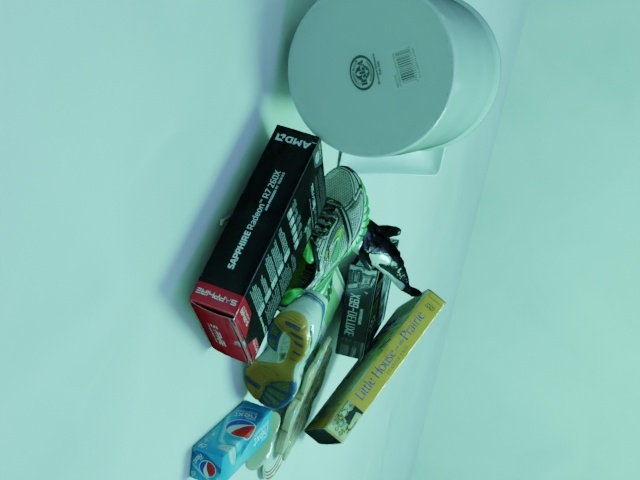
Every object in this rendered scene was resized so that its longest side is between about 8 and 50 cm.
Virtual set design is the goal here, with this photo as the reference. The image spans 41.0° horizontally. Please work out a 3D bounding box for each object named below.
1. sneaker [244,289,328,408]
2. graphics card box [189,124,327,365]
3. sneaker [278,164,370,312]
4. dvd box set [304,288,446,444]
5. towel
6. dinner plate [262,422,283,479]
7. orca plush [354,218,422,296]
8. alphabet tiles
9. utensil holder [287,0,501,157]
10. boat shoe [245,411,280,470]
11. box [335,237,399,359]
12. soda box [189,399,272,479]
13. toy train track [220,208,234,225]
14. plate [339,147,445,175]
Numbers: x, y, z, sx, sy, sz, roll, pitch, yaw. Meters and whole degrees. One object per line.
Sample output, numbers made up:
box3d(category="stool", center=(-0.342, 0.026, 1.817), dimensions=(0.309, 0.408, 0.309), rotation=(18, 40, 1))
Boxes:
box3d(category="sneaker", center=(-0.055, 0.219, 1.694), dimensions=(0.131, 0.112, 0.296), rotation=(-47, 169, -46))
box3d(category="graphics card box", center=(-0.098, 0.009, 1.521), dimensions=(0.232, 0.094, 0.370), rotation=(81, 31, -63))
box3d(category="sneaker", center=(0.000, 0.000, 1.756), dimensions=(0.146, 0.134, 0.343), rotation=(52, 56, -66))
box3d(category="dvd box set", center=(0.128, 0.319, 2.119), dimensions=(0.420, 0.062, 0.307), rotation=(-51, 179, -18))
box3d(category="towel", center=(-0.034, 0.186, 1.951), dimensions=(0.248, 0.038, 0.324), rotation=(68, 42, -59))
box3d(category="dinner plate", center=(-0.107, 0.491, 2.004), dimensions=(0.141, 0.017, 0.141), rotation=(14, 90, -71))
box3d(category="orca plush", center=(0.155, 0.017, 2.019), dimensions=(0.102, 0.287, 0.151), rotation=(-37, -169, 20))
box3d(category="alphabet tiles", center=(-0.037, 0.372, 2.021), dimensions=(0.284, 0.021, 0.277), rotation=(-51, 160, -58))
box3d(category="utensil holder", center=(0.146, -0.320, 1.623), dimensions=(0.385, 0.328, 0.327), rotation=(-25, 128, -66))
box3d(category="boat shoe", center=(-0.129, 0.436, 1.863), dimensions=(0.043, 0.049, 0.137), rotation=(-27, -145, 61))
box3d(category="box", center=(0.124, 0.140, 2.232), dimensions=(0.307, 0.077, 0.242), rotation=(-44, 145, -70))
box3d(category="soda box", center=(-0.172, 0.395, 1.679), dimensions=(0.210, 0.067, 0.071), rotation=(-34, 136, -63))
box3d(category="toy train track", center=(-0.154, -0.043, 1.479), dimensions=(0.083, 0.014, 0.048), rotation=(-37, 139, -60))
box3d(category="plate", center=(0.178, -0.285, 1.965), dimensions=(0.277, 0.045, 0.277), rotation=(-1, 114, -26))
